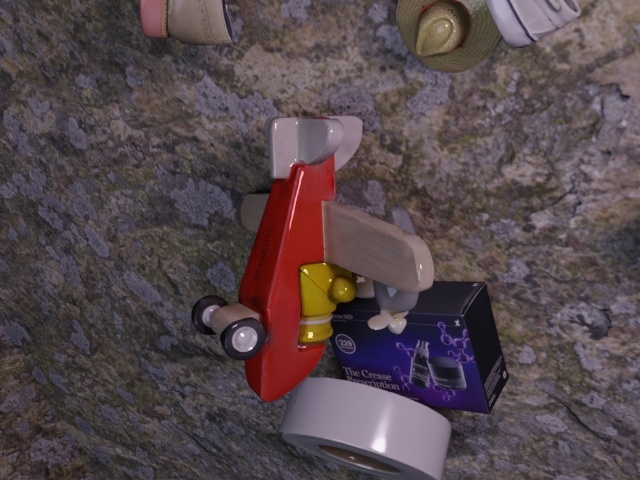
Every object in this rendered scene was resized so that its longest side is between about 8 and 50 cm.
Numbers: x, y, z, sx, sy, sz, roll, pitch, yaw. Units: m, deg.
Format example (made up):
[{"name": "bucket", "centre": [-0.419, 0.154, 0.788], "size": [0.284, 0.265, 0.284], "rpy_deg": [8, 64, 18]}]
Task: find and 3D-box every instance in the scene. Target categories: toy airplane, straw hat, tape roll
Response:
[{"name": "toy airplane", "centre": [0.000, 0.000, 0.962], "size": [0.272, 0.386, 0.384], "rpy_deg": [17, 136, -32]}, {"name": "straw hat", "centre": [0.144, -0.255, 0.786], "size": [0.144, 0.061, 0.144], "rpy_deg": [21, 139, 19]}, {"name": "tape roll", "centre": [0.078, 0.333, 1.126], "size": [0.286, 0.100, 0.286], "rpy_deg": [15, 156, 7]}]

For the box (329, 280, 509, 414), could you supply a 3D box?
[{"name": "box", "centre": [0.149, 0.165, 1.054], "size": [0.261, 0.103, 0.184], "rpy_deg": [-2, 114, 38]}]

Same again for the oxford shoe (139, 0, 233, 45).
[{"name": "oxford shoe", "centre": [-0.149, -0.458, 0.866], "size": [0.146, 0.140, 0.397], "rpy_deg": [11, 126, -7]}]

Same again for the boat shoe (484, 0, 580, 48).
[{"name": "boat shoe", "centre": [0.188, -0.333, 0.672], "size": [0.088, 0.096, 0.267], "rpy_deg": [-18, 110, 37]}]
